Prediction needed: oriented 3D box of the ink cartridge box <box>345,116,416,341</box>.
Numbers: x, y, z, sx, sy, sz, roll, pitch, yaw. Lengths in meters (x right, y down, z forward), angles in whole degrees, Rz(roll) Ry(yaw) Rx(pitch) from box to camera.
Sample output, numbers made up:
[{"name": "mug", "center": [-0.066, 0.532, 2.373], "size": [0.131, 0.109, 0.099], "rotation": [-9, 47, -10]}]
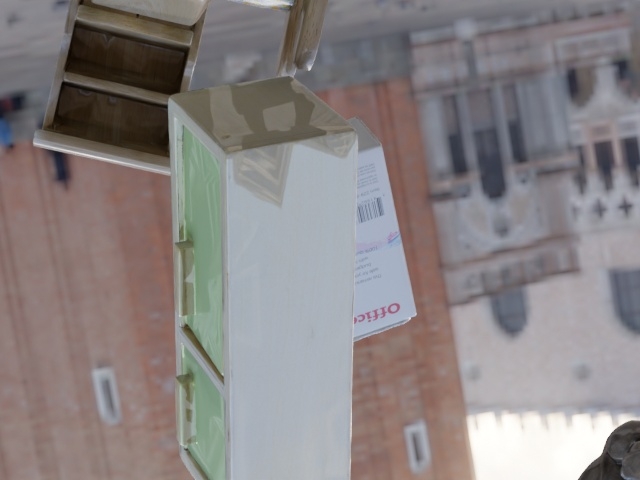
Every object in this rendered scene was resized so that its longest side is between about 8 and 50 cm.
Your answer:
[{"name": "ink cartridge box", "center": [0.000, 0.000, 1.686], "size": [0.154, 0.212, 0.093], "rotation": [-19, -152, -9]}]

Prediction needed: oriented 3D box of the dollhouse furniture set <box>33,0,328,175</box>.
[{"name": "dollhouse furniture set", "center": [-0.122, -0.137, 1.082], "size": [0.212, 0.161, 0.242], "rotation": [12, 178, -9]}]

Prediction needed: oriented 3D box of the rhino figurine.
[{"name": "rhino figurine", "center": [0.228, 0.253, 1.367], "size": [0.073, 0.243, 0.106], "rotation": [33, -174, -4]}]

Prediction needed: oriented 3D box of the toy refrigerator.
[{"name": "toy refrigerator", "center": [-0.041, 0.043, 1.033], "size": [0.094, 0.270, 0.102], "rotation": [-12, -150, -22]}]
